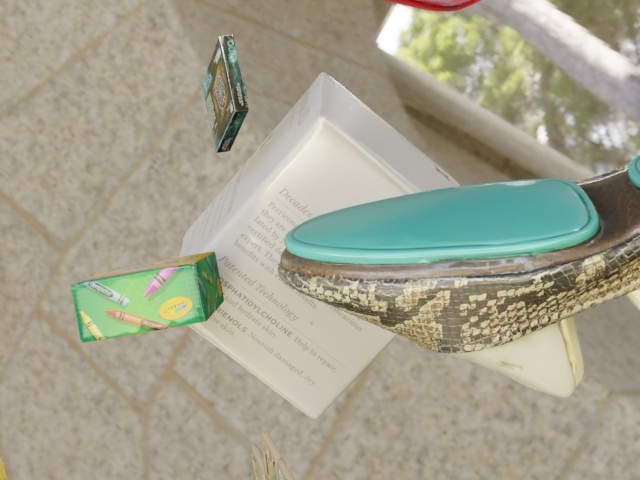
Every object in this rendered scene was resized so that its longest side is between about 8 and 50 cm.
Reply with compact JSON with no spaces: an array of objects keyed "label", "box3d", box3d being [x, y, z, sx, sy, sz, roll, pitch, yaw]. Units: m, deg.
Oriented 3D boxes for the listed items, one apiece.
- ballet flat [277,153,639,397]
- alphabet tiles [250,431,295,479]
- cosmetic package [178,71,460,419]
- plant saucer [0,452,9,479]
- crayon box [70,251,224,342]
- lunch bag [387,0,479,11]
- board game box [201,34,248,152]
[{"label":"ballet flat","box3d":[0.218,0.011,0.848,0.482,0.164,0.182,-18,-72,8]},{"label":"alphabet tiles","box3d":[-0.025,0.403,1.374,0.011,0.285,0.343,-12,-63,-17]},{"label":"cosmetic package","box3d":[0.000,0.000,1.975,0.394,0.327,0.329,-48,12,16]},{"label":"plant saucer","box3d":[-0.496,0.306,1.340,0.333,0.333,0.081,-35,-28,21]},{"label":"crayon box","box3d":[-0.231,0.074,1.662,0.165,0.081,0.278,-10,2,0]},{"label":"lunch bag","box3d":[0.084,-0.298,1.051,0.293,0.120,0.258,-2,-23,-46]},{"label":"board game box","box3d":[-0.152,-0.229,1.901,0.026,0.126,0.186,-9,-13,-16]}]
